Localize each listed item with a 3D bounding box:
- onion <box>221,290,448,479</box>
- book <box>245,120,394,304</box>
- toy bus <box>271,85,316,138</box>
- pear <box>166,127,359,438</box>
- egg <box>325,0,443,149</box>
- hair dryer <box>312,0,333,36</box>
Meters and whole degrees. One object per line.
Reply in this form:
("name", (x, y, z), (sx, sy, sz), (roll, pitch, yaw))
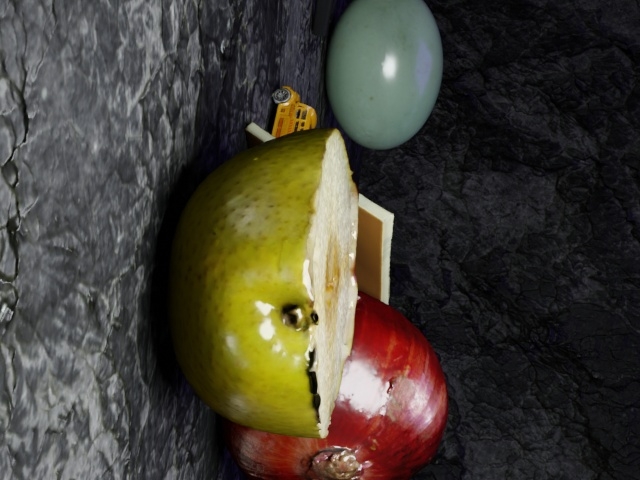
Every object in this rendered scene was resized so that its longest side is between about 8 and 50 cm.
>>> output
("onion", (0.018, 0.220, 1.348), (0.341, 0.341, 0.341), (6, 90, -84))
("book", (0.000, 0.000, 1.415), (0.028, 0.263, 0.374), (-46, 157, -23))
("toy bus", (-0.050, -0.173, 1.491), (0.069, 0.074, 0.162), (81, 17, -62))
("pear", (-0.068, 0.042, 1.017), (0.386, 0.191, 0.340), (-35, 127, -81))
("egg", (0.149, -0.403, 2.126), (0.276, 0.276, 0.388), (-70, 165, -64))
("hair dryer", (0.013, -0.518, 1.779), (0.197, 0.089, 0.251), (-79, -178, -50))
